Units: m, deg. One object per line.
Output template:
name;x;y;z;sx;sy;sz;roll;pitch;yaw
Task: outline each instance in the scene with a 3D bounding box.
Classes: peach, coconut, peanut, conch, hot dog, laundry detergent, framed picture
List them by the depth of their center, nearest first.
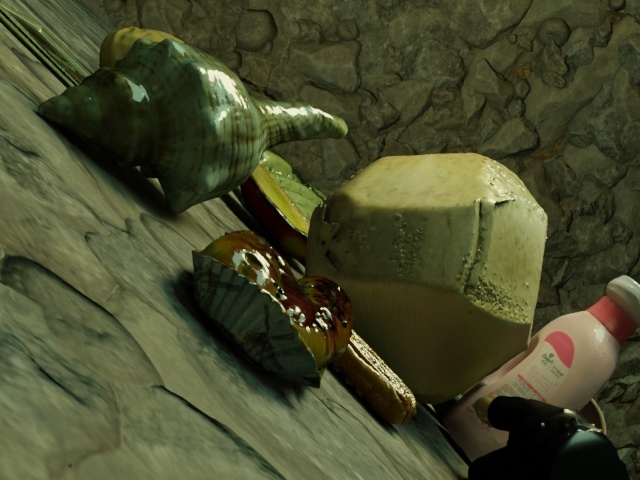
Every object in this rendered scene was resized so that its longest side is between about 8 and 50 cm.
hot dog;-0.040;0.053;0.858;0.162;0.082;0.270;42;4;3
hot dog;0.041;0.138;1.046;0.165;0.045;0.071;45;5;17
conch;-0.135;-0.112;1.050;0.386;0.170;0.203;19;-17;-41
coconut;0.140;0.050;1.255;0.352;0.352;0.352;43;3;-3
laundry detergent;0.327;0.185;1.312;0.088;0.335;0.159;47;1;-29
framed picture;-0.353;-0.241;1.323;0.274;0.017;0.217;44;3;5
peanut;-0.246;-0.243;1.478;0.305;0.147;0.147;47;5;39
peach;-0.092;-0.060;1.609;0.279;0.068;0.189;54;5;35

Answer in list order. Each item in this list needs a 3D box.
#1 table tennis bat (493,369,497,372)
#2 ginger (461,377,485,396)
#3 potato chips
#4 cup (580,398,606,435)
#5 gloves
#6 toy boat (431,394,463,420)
table tennis bat;0.177;0.144;1.427;0.274;0.154;0.021;0;-40;40
ginger;0.249;0.252;1.610;0.133;0.107;0.309;29;3;-11
potato chips;-0.004;-0.006;1.855;0.389;0.097;0.373;43;9;-37
cup;0.528;0.447;2.014;0.200;0.191;0.253;44;31;-65
gloves;0.250;0.265;1.078;0.197;0.152;0.301;64;1;9
toy boat;0.253;0.281;1.423;0.260;0.085;0.078;44;4;4
